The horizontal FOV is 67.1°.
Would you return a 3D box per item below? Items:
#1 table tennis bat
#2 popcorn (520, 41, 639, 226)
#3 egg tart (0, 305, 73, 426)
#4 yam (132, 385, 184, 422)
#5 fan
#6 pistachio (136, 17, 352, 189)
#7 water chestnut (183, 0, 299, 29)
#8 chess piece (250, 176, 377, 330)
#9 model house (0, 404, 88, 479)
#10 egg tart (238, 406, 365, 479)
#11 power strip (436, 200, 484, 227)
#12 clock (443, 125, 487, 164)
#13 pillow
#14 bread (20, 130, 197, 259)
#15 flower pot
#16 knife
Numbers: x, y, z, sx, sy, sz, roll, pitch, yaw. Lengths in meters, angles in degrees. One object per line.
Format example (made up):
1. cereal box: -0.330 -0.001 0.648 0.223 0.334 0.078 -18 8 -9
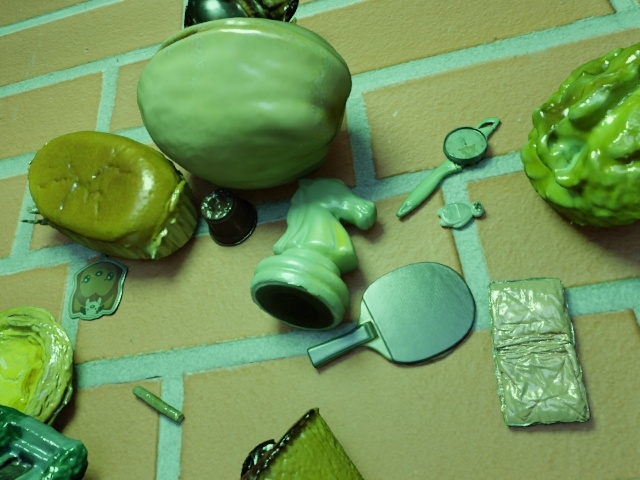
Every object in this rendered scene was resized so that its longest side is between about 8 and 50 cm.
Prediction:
1. table tennis bat: 0.120 0.144 0.833 0.301 0.022 0.173 -26 62 0
2. popcorn: 0.456 -0.157 0.759 0.282 0.282 0.246 -30 96 -1
3. egg tart: -0.585 0.266 0.927 0.279 0.095 0.278 -4 69 12
4. yam: -0.295 0.294 0.872 0.116 0.021 0.021 22 72 22
5. fan: -0.473 0.064 1.038 0.132 0.009 0.219 -5 64 12
6. pistachio: -0.136 -0.243 0.904 0.446 0.365 0.281 -7 58 40
7. water chestnut: -0.180 -0.441 1.077 0.245 0.289 0.288 -2 59 -23
8. chess piece: 0.000 0.000 0.879 0.176 0.175 0.298 7 54 18
9. model house: -0.582 0.404 0.679 0.295 0.329 0.251 24 94 10
10. egg tart: -0.033 0.354 0.680 0.171 0.215 0.215 39 79 13
11. power strip: 0.257 -0.053 0.886 0.084 0.035 0.055 -13 62 11
12. clock: 0.280 -0.185 0.933 0.085 0.017 0.085 -6 60 11
13. pillow: 0.334 0.168 0.755 0.126 0.043 0.232 -7 66 18
14. bread: -0.442 -0.101 1.008 0.389 0.183 0.235 14 67 18
15. flower pot: -0.193 -0.056 0.975 0.112 0.089 0.111 -6 64 12
16. knife: 0.251 -0.143 0.939 0.043 0.019 0.293 38 77 29
